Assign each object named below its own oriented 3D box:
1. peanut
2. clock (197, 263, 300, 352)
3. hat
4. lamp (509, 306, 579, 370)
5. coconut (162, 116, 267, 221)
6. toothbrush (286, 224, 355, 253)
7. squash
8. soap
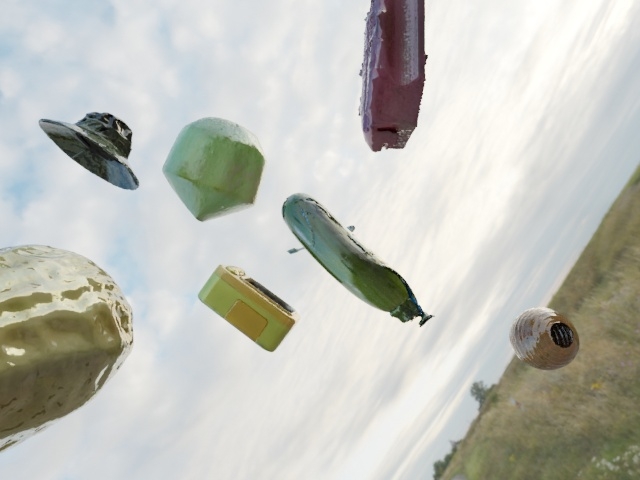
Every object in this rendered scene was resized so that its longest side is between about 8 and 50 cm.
[{"bbox_3d":[-0.258,0.082,0.258,0.152,0.152,0.313,-64,-14,12],"label":"peanut"},{"bbox_3d":[-0.149,0.141,0.923,0.096,0.202,0.143,-53,-5,-4],"label":"clock"},{"bbox_3d":[-0.559,-0.258,1.103,0.265,0.265,0.128,62,-134,-58],"label":"hat"},{"bbox_3d":[0.482,0.212,0.931,0.136,0.136,0.136,-37,-35,-32],"label":"lamp"},{"bbox_3d":[-0.331,-0.214,1.357,0.328,0.281,0.329,-5,-81,-33],"label":"coconut"},{"bbox_3d":[0.000,0.000,1.083,0.204,0.017,0.022,-20,-26,28],"label":"toothbrush"},{"bbox_3d":[0.049,0.032,0.733,0.087,0.331,0.087,-42,-18,-17],"label":"squash"},{"bbox_3d":[0.155,-0.367,0.961,0.220,0.127,0.325,95,179,-83],"label":"soap"}]
